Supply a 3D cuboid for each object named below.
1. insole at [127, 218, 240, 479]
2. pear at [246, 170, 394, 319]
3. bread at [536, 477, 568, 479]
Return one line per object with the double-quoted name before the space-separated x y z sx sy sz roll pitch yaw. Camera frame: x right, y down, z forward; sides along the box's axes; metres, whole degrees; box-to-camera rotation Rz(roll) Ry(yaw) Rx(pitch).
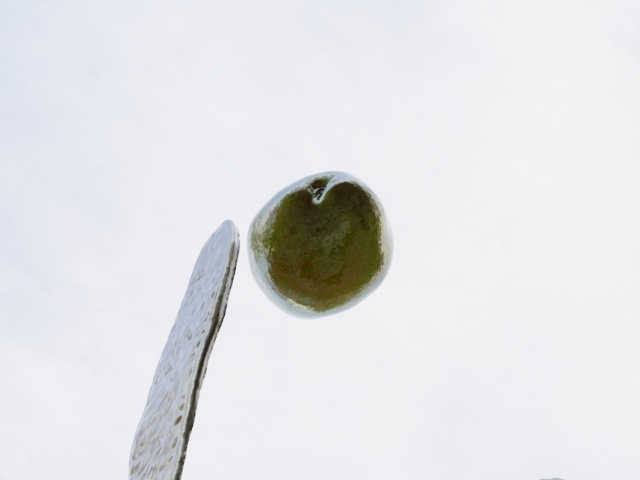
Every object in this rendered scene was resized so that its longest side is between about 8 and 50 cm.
"insole" -0.080 0.079 0.527 0.011 0.081 0.247 30 -142 -18
"pear" 0.000 0.000 1.219 0.188 0.219 0.187 4 -119 -7
"bread" 0.184 0.291 0.871 0.086 0.125 0.156 57 -139 -28
